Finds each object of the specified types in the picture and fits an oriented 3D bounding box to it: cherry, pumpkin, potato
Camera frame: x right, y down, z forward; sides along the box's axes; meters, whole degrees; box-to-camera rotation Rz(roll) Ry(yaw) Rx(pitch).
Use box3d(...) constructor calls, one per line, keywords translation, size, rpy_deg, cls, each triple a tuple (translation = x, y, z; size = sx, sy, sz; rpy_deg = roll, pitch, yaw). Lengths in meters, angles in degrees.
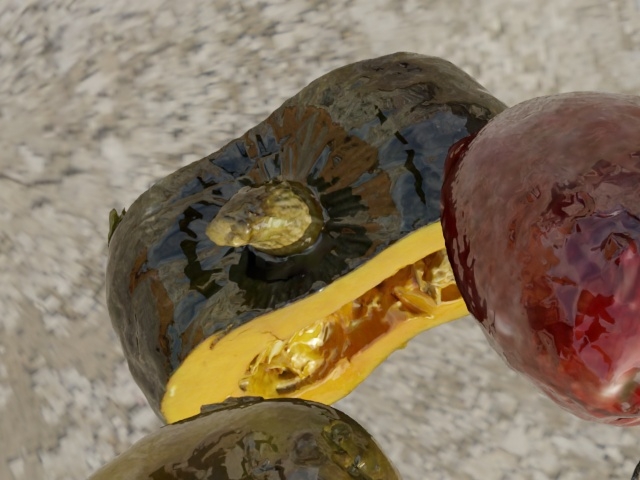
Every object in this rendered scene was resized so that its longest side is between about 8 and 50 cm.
box3d(translation=(0.158, 0.004, 1.046), size=(0.192, 0.249, 0.175), rpy_deg=(-23, 133, -32), cls="cherry")
box3d(translation=(0.000, 0.000, 1.244), size=(0.317, 0.222, 0.139), rpy_deg=(-29, 57, 16), cls="pumpkin")
box3d(translation=(-0.047, 0.156, 0.890), size=(0.200, 0.081, 0.164), rpy_deg=(-36, 77, -14), cls="potato")
